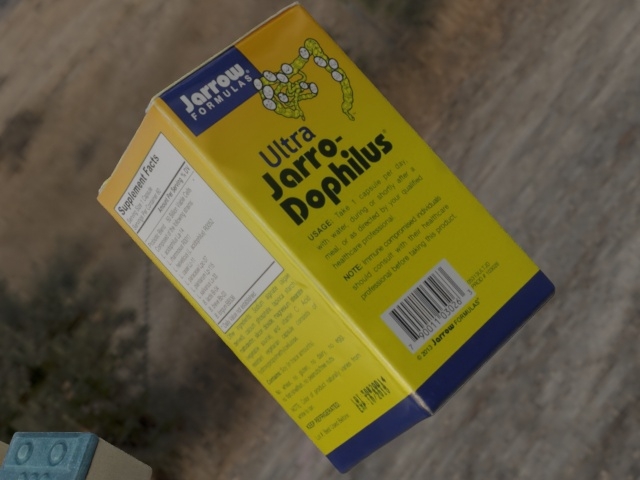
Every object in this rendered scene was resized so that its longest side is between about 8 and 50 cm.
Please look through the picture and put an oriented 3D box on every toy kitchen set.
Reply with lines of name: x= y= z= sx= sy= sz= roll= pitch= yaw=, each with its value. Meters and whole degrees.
toy kitchen set: x=-0.223 y=0.215 z=0.892 sx=0.166 sy=0.122 sz=0.207 roll=-6 pitch=60 yaw=43

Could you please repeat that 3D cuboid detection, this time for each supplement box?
supplement box: x=0.000 y=0.000 z=1.315 sx=0.195 sy=0.356 sz=0.194 roll=-40 pitch=-3 yaw=-33
